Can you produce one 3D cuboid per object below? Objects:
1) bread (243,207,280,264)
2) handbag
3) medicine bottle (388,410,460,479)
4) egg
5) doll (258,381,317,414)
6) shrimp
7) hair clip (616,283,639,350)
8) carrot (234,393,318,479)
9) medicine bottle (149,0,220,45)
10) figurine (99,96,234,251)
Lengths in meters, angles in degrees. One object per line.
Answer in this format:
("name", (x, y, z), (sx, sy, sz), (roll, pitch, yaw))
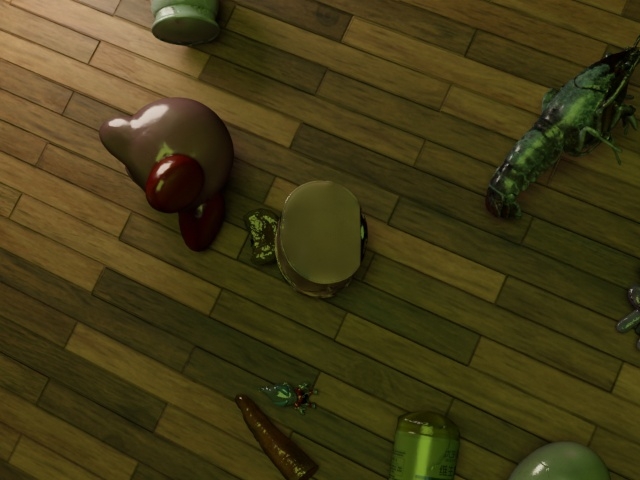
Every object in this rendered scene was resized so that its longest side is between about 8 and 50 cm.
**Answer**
("bread", (-0.104, -0.008, 1.629), (0.082, 0.060, 0.113), (-10, 79, 8))
("handbag", (-0.001, 0.000, 1.556), (0.179, 0.116, 0.205), (3, 78, -14))
("medicine bottle", (0.179, 0.423, 1.462), (0.124, 0.124, 0.239), (9, 80, 12))
("egg", (0.394, 0.434, 1.404), (0.209, 0.151, 0.151), (-40, 75, 1))
("doll", (-0.064, 0.296, 1.572), (0.114, 0.039, 0.057), (8, 123, 3))
("shrimp", (0.462, -0.204, 1.524), (0.410, 0.166, 0.221), (-38, 48, -4))
("hair clip", (0.640, 0.069, 1.467), (0.278, 0.090, 0.137), (-44, 66, -1))
("carrot", (-0.095, 0.368, 1.558), (0.061, 0.061, 0.210), (-45, 70, -1))
("medicine bottle", (-0.282, -0.491, 1.713), (0.147, 0.147, 0.143), (-4, 80, 9))
("figurine", (-0.265, -0.159, 1.606), (0.211, 0.270, 0.261), (-40, 64, -7))
